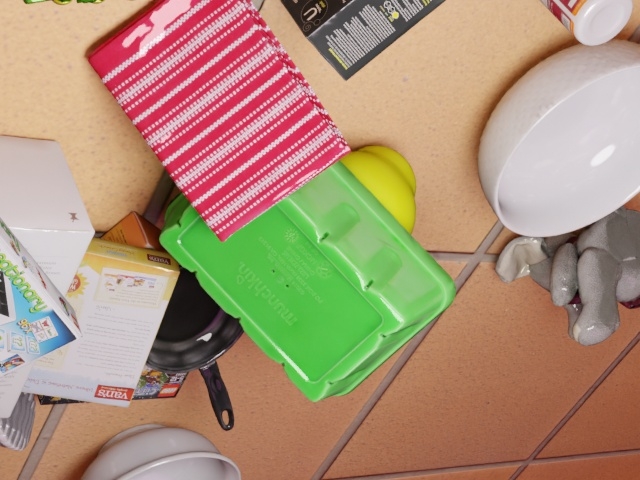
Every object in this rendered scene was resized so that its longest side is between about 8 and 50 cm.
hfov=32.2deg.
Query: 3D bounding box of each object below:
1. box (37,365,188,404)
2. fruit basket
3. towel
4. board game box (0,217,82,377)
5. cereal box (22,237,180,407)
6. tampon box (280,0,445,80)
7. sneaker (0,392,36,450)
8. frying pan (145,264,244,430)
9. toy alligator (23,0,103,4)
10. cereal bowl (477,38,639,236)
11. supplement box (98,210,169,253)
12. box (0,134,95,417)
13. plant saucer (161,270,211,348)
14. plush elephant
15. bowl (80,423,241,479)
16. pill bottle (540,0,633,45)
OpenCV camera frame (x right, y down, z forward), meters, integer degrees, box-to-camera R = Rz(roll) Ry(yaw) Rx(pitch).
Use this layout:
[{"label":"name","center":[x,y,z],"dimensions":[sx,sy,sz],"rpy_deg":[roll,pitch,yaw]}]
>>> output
[{"label":"box","center":[-0.303,0.181,1.705],"dimensions":[0.233,0.044,0.159],"rpy_deg":[2,132,-36]},{"label":"fruit basket","center":[0.000,0.000,1.521],"dimensions":[0.283,0.392,0.392],"rpy_deg":[-43,142,17]},{"label":"towel","center":[-0.119,-0.161,1.300],"dimensions":[0.199,0.275,0.031],"rpy_deg":[-35,-172,6]},{"label":"board game box","center":[-0.409,0.056,1.199],"dimensions":[0.193,0.053,0.305],"rpy_deg":[-26,142,-3]},{"label":"cereal box","center":[-0.306,0.110,1.483],"dimensions":[0.173,0.047,0.240],"rpy_deg":[13,118,-22]},{"label":"tampon box","center":[0.045,-0.297,1.322],"dimensions":[0.161,0.120,0.101],"rpy_deg":[-37,142,10]},{"label":"sneaker","center":[-0.510,0.229,1.605],"dimensions":[0.115,0.105,0.281],"rpy_deg":[-2,153,18]},{"label":"frying pan","center":[-0.159,0.141,1.664],"dimensions":[0.197,0.053,0.326],"rpy_deg":[-43,137,-3]},{"label":"toy alligator","center":[-0.280,-0.280,1.184],"dimensions":[0.190,0.056,0.051],"rpy_deg":[-8,96,-26]},{"label":"cereal bowl","center":[0.380,-0.171,1.683],"dimensions":[0.339,0.141,0.339],"rpy_deg":[-19,142,-16]},{"label":"supplement box","center":[-0.314,0.066,1.539],"dimensions":[0.233,0.080,0.078],"rpy_deg":[-39,142,8]},{"label":"box","center":[-0.448,0.050,1.350],"dimensions":[0.215,0.168,0.345],"rpy_deg":[4,132,-36]},{"label":"plant saucer","center":[-0.188,0.081,1.651],"dimensions":[0.067,0.018,0.192],"rpy_deg":[6,114,-38]},{"label":"plush elephant","center":[0.465,0.059,1.937],"dimensions":[0.272,0.330,0.255],"rpy_deg":[-8,161,-25]},{"label":"bowl","center":[-0.297,0.410,1.903],"dimensions":[0.298,0.134,0.298],"rpy_deg":[-19,141,-16]},{"label":"pill bottle","center":[0.332,-0.331,1.454],"dimensions":[0.086,0.152,0.086],"rpy_deg":[-19,142,-16]}]
